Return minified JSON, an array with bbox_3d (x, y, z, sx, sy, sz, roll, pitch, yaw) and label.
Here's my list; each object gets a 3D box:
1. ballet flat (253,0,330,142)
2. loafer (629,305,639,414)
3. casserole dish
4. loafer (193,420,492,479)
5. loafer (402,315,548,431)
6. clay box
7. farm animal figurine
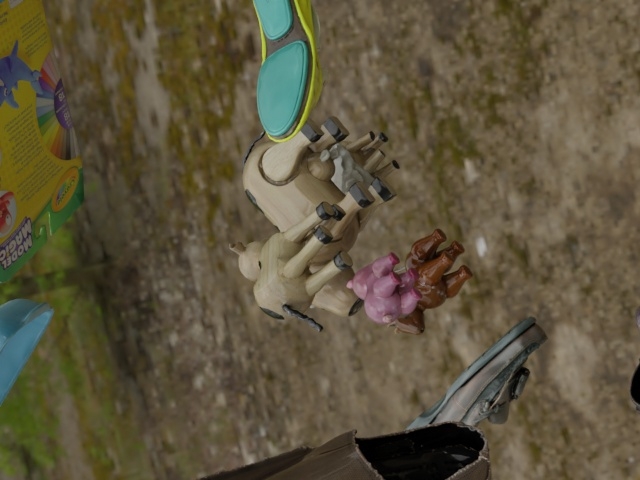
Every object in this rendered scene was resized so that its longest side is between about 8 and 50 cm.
[{"bbox_3d":[-0.026,-0.203,1.305,0.077,0.077,0.231,-24,61,32],"label":"ballet flat"},{"bbox_3d":[0.357,0.133,1.249,0.302,0.095,0.109,79,-178,-57],"label":"loafer"},{"bbox_3d":[-0.295,0.122,1.040,0.188,0.037,0.114,-56,-2,16],"label":"casserole dish"},{"bbox_3d":[0.005,0.232,1.130,0.134,0.366,0.130,51,141,44],"label":"loafer"},{"bbox_3d":[0.187,0.201,1.438,0.084,0.096,0.267,48,116,13],"label":"loafer"},{"bbox_3d":[-0.229,-0.093,0.818,0.127,0.053,0.222,-56,-33,-51],"label":"clay box"},{"bbox_3d":[0.000,0.000,1.403,0.172,0.330,0.326,-42,60,24],"label":"farm animal figurine"}]
